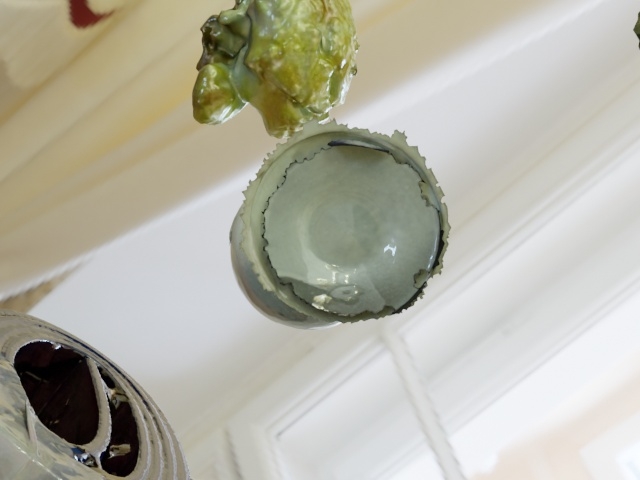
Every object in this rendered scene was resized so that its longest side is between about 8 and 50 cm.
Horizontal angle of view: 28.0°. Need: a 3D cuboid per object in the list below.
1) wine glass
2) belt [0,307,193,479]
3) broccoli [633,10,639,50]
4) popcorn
[{"bbox_3d":[0.000,0.000,0.990,0.143,0.143,0.321,50,-8,0],"label":"wine glass"},{"bbox_3d":[-0.212,0.159,0.969,0.212,0.117,0.347,36,4,-14],"label":"belt"},{"bbox_3d":[0.276,-0.056,0.571,0.277,0.317,0.338,23,25,-42],"label":"broccoli"},{"bbox_3d":[-0.056,-0.203,1.420,0.198,0.212,0.198,156,-90,-83],"label":"popcorn"}]
